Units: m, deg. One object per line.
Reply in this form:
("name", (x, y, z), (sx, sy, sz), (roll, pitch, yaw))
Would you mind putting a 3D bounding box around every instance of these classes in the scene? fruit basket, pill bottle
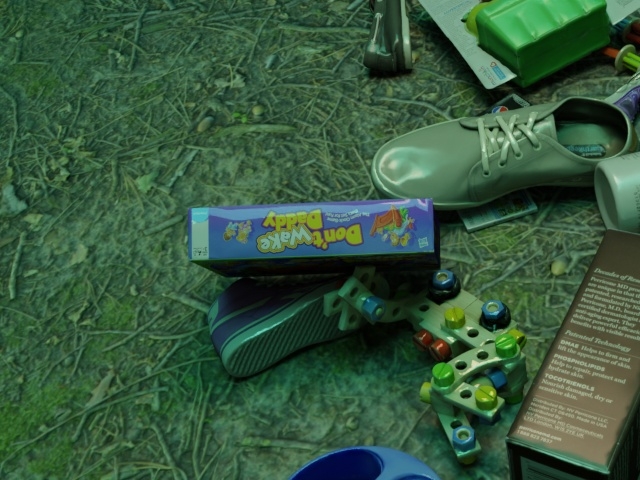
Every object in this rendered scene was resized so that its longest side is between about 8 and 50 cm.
("fruit basket", (0.378, -0.455, 2.118), (0.327, 0.165, 0.353), (-28, 45, -2))
("pill bottle", (0.555, -0.085, 1.741), (0.229, 0.131, 0.131), (-13, 44, 1))

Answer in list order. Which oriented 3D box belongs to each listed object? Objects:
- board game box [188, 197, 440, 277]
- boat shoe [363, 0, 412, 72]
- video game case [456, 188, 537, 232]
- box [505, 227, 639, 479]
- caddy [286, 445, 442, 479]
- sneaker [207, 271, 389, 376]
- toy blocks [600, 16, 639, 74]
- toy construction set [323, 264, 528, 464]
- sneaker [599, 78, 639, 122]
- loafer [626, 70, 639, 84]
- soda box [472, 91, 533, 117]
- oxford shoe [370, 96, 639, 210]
("board game box", (0.000, 0.000, 1.667), (0.347, 0.233, 0.078), (-2, 82, 9))
("boat shoe", (0.126, -0.463, 2.242), (0.095, 0.112, 0.335), (-4, 48, 3))
("video game case", (0.288, -0.061, 1.869), (0.122, 0.011, 0.087), (-17, 44, -3))
("box", (0.377, 0.185, 1.473), (0.143, 0.191, 0.381), (16, 51, 28))
("caddy", (0.025, 0.406, 1.348), (0.241, 0.179, 0.341), (19, 53, 30))
("sneaker", (-0.044, 0.088, 1.743), (0.282, 0.102, 0.161), (-21, 40, -9))
("toy blocks", (0.571, -0.360, 2.068), (0.123, 0.054, 0.148), (-33, 47, -19))
("toy construction set", (0.164, 0.149, 1.606), (0.215, 0.151, 0.328), (-37, 60, -22))
("sneaker", (0.524, -0.221, 1.948), (0.170, 0.068, 0.071), (-30, 72, -18))
("loafer", (0.607, -0.289, 1.997), (0.125, 0.045, 0.039), (-21, 47, -11))
("soda box", (0.293, -0.188, 1.961), (0.169, 0.060, 0.053), (-31, 46, -15))
("oxford shoe", (0.303, -0.151, 1.827), (0.449, 0.130, 0.169), (-6, 66, 1))
